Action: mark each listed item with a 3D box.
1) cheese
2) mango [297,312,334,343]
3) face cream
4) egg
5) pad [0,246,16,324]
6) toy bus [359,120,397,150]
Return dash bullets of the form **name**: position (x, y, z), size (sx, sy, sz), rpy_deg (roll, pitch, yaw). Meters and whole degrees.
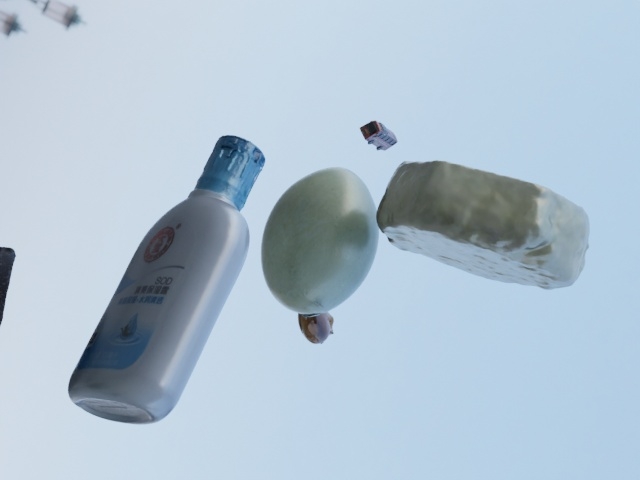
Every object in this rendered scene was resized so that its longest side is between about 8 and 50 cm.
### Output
- **cheese**: position (0.234, -0.022, 1.576), size (0.326, 0.318, 0.115), rpy_deg (8, -103, 56)
- **mango**: position (-0.014, 0.168, 2.247), size (0.063, 0.127, 0.077), rpy_deg (5, -132, 26)
- **face cream**: position (-0.150, 0.034, 1.149), size (0.163, 0.080, 0.336), rpy_deg (-7, -129, 47)
- **egg**: position (0.000, 0.000, 1.737), size (0.186, 0.187, 0.253), rpy_deg (4, -105, 63)
- **pad**: position (-0.551, 0.121, 1.451), size (0.004, 0.220, 0.330), rpy_deg (-106, -147, -50)
- **toy bus**: position (0.112, -0.200, 2.031), size (0.043, 0.110, 0.031), rpy_deg (-29, -107, 16)
